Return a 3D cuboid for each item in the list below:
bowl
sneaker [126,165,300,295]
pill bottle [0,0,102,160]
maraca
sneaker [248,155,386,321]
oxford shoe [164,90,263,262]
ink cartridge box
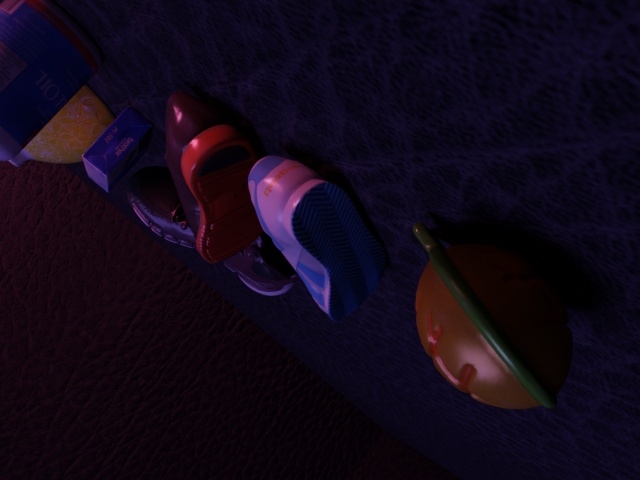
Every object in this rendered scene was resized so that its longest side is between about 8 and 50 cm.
[{"bbox_3d":[-0.481,-0.213,1.094,0.289,0.156,0.289,37,168,9],"label":"bowl"},{"bbox_3d":[-0.130,-0.029,0.940,0.281,0.106,0.162,32,162,-12],"label":"sneaker"},{"bbox_3d":[-0.368,-0.170,0.777,0.124,0.221,0.124,36,168,9],"label":"pill bottle"},{"bbox_3d":[0.118,0.050,0.503,0.127,0.099,0.185,51,-171,-26],"label":"maraca"},{"bbox_3d":[0.000,0.000,0.695,0.092,0.087,0.228,38,163,36],"label":"sneaker"},{"bbox_3d":[-0.119,-0.063,0.771,0.098,0.097,0.271,53,160,21],"label":"oxford shoe"},{"bbox_3d":[-0.305,-0.131,1.024,0.046,0.097,0.207,41,168,-11],"label":"ink cartridge box"}]
